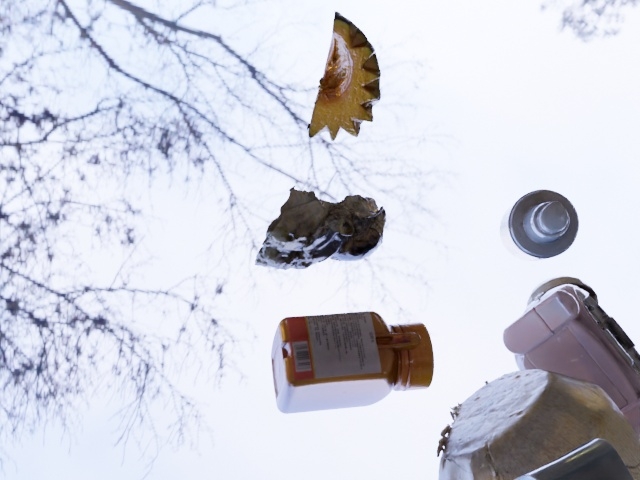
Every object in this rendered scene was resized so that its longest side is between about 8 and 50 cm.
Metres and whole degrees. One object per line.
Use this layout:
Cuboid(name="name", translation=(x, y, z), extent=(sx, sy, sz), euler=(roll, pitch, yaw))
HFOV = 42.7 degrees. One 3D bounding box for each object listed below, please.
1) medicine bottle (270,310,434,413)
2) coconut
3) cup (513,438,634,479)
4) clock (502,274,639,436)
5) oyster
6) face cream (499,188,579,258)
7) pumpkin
Cuboid(name="medicine bottle", translation=(0.045, 0.177, 1.199), extent=(0.222, 0.149, 0.112), euler=(-3, -118, -11))
Cuboid(name="coconut", translation=(0.351, 0.404, 1.271), extent=(0.346, 0.346, 0.360), euler=(-41, -81, -35))
Cuboid(name="cup", translation=(0.293, 0.310, 0.933), extent=(0.129, 0.095, 0.128), euler=(-12, -116, -31))
Cuboid(name="clock", translation=(0.509, 0.227, 1.547), extent=(0.342, 0.184, 0.326), euler=(58, -155, 10))
Cuboid(name="oyster", translation=(0.011, -0.010, 1.322), extent=(0.233, 0.161, 0.107), euler=(-15, -118, -31))
Cuboid(name="face cream", translation=(0.317, -0.022, 1.174), extent=(0.101, 0.252, 0.101), euler=(0, -93, 8))
Cuboid(name="pumpkin", translation=(0.065, -0.328, 1.625), extent=(0.131, 0.254, 0.149), euler=(14, -148, 2))
